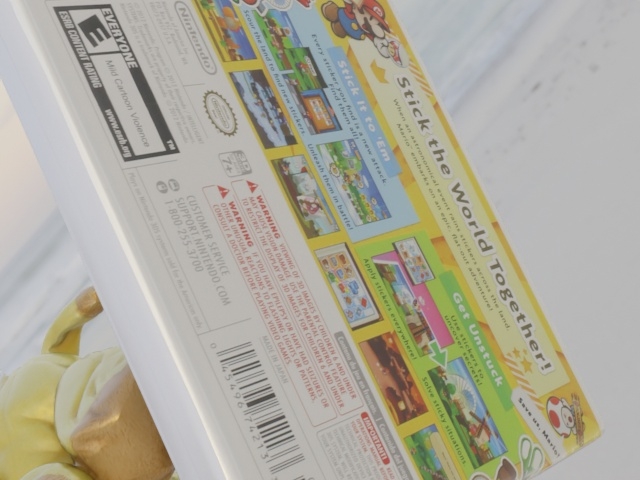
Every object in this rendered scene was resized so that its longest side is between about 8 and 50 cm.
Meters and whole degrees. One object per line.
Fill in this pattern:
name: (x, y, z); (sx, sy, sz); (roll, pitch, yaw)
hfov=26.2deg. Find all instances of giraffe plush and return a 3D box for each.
giraffe plush: (-0.100, 0.146, 0.676); (0.181, 0.170, 0.210); (-42, 24, 4)

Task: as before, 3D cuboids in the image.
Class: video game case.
video game case: (0.000, 0.000, 0.507); (0.026, 0.227, 0.206); (-33, -11, 39)
